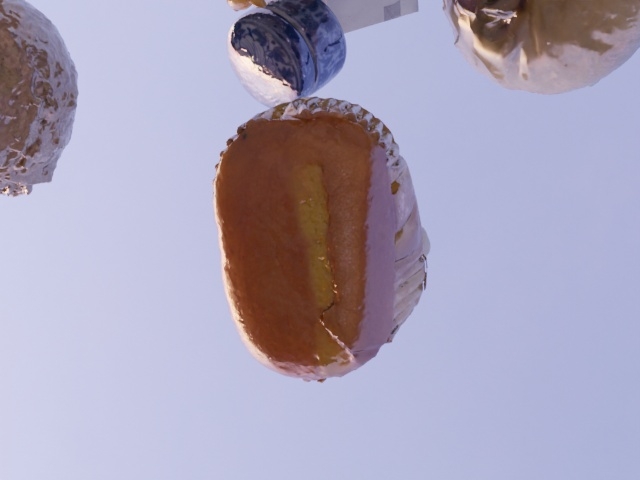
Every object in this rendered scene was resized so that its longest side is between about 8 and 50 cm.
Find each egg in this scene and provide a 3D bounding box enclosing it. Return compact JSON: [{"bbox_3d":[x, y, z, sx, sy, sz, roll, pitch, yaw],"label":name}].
[{"bbox_3d":[-0.476,-0.218,1.513,0.279,0.310,0.279,-12,-150,7],"label":"egg"}]

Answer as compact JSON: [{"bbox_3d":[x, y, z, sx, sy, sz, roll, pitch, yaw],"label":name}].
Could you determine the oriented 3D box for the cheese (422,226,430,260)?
[{"bbox_3d":[0.003,0.024,1.385,0.262,0.093,0.159,18,-119,14],"label":"cheese"}]

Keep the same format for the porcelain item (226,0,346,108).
[{"bbox_3d":[-0.051,-0.262,1.455,0.147,0.147,0.114,25,-128,31],"label":"porcelain item"}]

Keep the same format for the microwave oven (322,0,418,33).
[{"bbox_3d":[0.051,-0.455,1.566,0.194,0.240,0.145,-20,-130,-8],"label":"microwave oven"}]

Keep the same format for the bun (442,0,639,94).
[{"bbox_3d":[0.235,-0.282,1.121,0.273,0.168,0.273,20,-63,47],"label":"bun"}]

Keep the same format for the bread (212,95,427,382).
[{"bbox_3d":[0.000,0.000,1.078,0.204,0.156,0.288,-2,-75,11],"label":"bread"}]

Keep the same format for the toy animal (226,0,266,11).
[{"bbox_3d":[-0.089,-0.304,1.198,0.081,0.060,0.083,123,-29,-50],"label":"toy animal"}]

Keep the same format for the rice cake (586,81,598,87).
[{"bbox_3d":[0.344,-0.291,1.458,0.030,0.042,0.180,-26,-123,20],"label":"rice cake"}]
